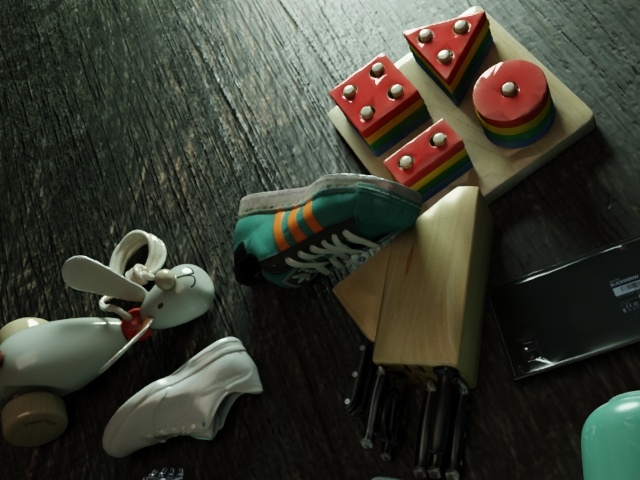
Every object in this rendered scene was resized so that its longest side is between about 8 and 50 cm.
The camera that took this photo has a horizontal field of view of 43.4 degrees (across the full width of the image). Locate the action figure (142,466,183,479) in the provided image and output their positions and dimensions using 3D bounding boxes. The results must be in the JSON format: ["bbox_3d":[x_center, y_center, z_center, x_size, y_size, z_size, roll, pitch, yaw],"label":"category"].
[{"bbox_3d":[-0.126,0.384,0.831,0.164,0.141,0.275,3,91,17],"label":"action figure"}]

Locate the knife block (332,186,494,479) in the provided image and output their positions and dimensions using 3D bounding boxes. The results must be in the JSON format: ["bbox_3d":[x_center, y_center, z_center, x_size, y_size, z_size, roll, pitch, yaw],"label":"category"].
[{"bbox_3d":[0.136,0.108,0.880,0.276,0.088,0.242,-39,55,1],"label":"knife block"}]

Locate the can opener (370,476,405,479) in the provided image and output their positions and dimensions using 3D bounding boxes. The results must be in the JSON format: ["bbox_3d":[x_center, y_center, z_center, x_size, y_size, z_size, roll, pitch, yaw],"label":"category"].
[{"bbox_3d":[0.178,0.289,0.769,0.280,0.093,0.074,4,65,21],"label":"can opener"}]

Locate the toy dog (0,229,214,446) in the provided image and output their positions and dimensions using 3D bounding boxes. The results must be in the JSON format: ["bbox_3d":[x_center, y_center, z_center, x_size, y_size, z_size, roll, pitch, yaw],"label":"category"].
[{"bbox_3d":[-0.318,0.114,1.043,0.333,0.161,0.220,-48,55,-4],"label":"toy dog"}]

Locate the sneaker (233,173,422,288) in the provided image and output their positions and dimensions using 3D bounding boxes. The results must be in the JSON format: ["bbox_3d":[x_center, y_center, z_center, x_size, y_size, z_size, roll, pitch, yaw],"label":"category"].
[{"bbox_3d":[0.000,0.000,0.964,0.302,0.108,0.121,-9,67,50],"label":"sneaker"}]

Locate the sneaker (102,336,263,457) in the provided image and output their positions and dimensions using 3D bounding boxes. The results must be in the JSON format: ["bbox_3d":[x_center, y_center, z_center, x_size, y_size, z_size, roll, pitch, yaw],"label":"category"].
[{"bbox_3d":[-0.167,0.213,0.978,0.212,0.080,0.094,-37,67,2],"label":"sneaker"}]

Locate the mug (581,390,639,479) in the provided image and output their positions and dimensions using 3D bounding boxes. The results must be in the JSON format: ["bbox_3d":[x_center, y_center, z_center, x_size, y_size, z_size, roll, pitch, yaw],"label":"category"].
[{"bbox_3d":[0.314,0.198,0.738,0.129,0.158,0.097,-26,50,40],"label":"mug"}]

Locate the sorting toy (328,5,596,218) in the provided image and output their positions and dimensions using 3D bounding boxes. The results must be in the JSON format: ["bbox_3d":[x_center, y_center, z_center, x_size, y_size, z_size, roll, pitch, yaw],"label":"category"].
[{"bbox_3d":[0.160,-0.171,1.016,0.255,0.089,0.257,-36,55,4],"label":"sorting toy"}]

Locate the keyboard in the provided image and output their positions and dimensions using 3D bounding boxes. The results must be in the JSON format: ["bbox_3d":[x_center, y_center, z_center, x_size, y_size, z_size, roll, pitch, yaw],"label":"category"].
[{"bbox_3d":[0.347,0.083,0.831,0.317,0.033,0.201,-21,51,14],"label":"keyboard"}]
